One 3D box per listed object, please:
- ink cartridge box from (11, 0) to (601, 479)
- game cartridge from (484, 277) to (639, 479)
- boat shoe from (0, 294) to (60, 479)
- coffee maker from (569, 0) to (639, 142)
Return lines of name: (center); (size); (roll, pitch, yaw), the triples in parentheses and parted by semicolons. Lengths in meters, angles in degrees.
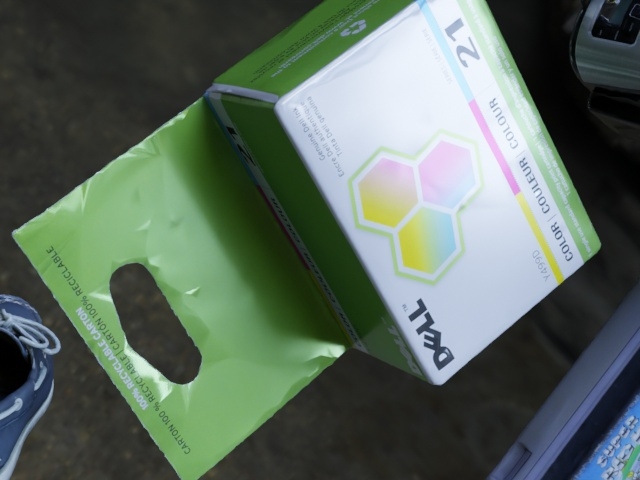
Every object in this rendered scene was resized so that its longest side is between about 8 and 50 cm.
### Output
ink cartridge box: (0.000, 0.000, 0.772); (0.255, 0.097, 0.189); (-39, 115, -18)
game cartridge: (0.235, 0.125, 0.932); (0.068, 0.355, 0.230); (36, -3, 42)
boat shoe: (-0.247, 0.095, 1.072); (0.095, 0.079, 0.254); (15, 22, -3)
coffee maker: (0.252, -0.080, 0.835); (0.178, 0.120, 0.171); (29, -24, 47)
